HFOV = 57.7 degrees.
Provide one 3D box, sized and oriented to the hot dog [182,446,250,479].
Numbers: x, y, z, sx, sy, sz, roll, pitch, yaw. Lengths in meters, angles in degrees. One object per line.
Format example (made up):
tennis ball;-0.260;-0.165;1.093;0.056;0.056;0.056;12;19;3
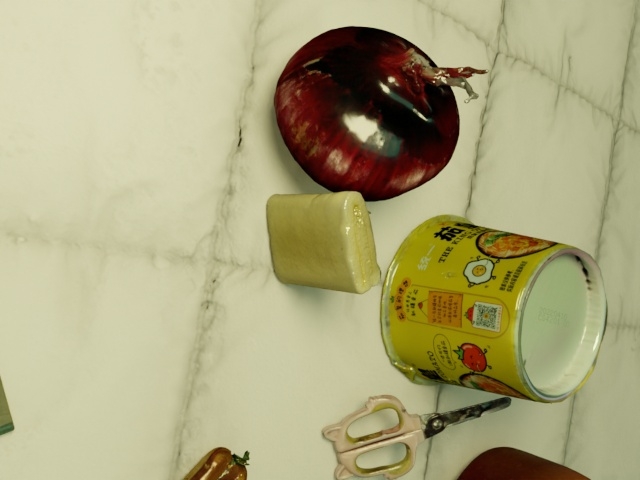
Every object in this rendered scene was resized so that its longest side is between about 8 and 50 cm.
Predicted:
hot dog;-0.170;0.356;0.786;0.072;0.055;0.188;46;59;2

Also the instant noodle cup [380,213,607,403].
instant noodle cup;0.302;0.121;0.987;0.326;0.254;0.325;-4;98;-36

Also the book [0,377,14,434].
book;-0.475;0.149;0.567;0.283;0.025;0.214;-18;106;-35

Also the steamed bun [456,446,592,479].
steamed bun;0.343;0.573;1.066;0.248;0.235;0.379;40;72;-35

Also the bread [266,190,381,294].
bread;0.000;0.000;0.802;0.060;0.178;0.139;-15;103;-38

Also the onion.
onion;0.082;-0.191;0.793;0.273;0.285;0.273;12;63;-23

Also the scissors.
scissors;0.166;0.308;0.957;0.318;0.024;0.160;-16;104;-4
